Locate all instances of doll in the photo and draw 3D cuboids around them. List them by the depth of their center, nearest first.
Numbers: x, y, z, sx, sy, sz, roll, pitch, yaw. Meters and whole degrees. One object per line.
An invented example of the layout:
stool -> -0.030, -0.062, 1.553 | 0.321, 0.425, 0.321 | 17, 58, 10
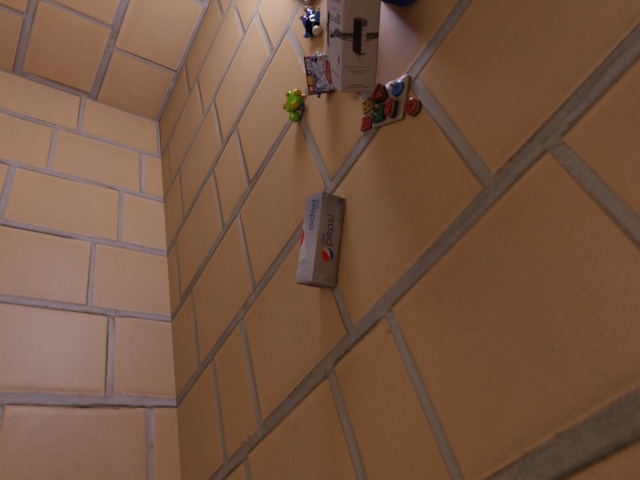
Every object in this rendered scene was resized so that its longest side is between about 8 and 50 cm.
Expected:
doll -> -0.034, -0.871, 1.974 | 0.129, 0.046, 0.189 | -53, 38, 33

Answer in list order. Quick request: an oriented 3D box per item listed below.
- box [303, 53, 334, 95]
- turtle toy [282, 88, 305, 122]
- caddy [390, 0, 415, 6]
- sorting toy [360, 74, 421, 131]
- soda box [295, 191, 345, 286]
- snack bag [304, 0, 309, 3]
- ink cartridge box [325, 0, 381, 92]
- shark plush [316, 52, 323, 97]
box -> -0.006, -0.587, 1.751 | 0.027, 0.094, 0.137 | 76, -173, -83
turtle toy -> -0.098, -0.524, 1.919 | 0.095, 0.066, 0.130 | 17, 93, 58
caddy -> 0.202, -0.855, 1.481 | 0.241, 0.179, 0.341 | -65, 34, 19
sorting toy -> 0.188, -0.408, 1.451 | 0.274, 0.046, 0.132 | -1, 77, 57
soda box -> 0.000, 0.000, 1.540 | 0.098, 0.091, 0.286 | -10, 70, 56
snack bag -> -0.017, -1.182, 2.079 | 0.342, 0.037, 0.323 | -58, 35, 25
ink cartridge box -> 0.090, -0.596, 1.456 | 0.197, 0.114, 0.273 | -113, 21, -57
shark plush -> 0.000, -0.593, 1.793 | 0.073, 0.067, 0.161 | 17, 93, 58
